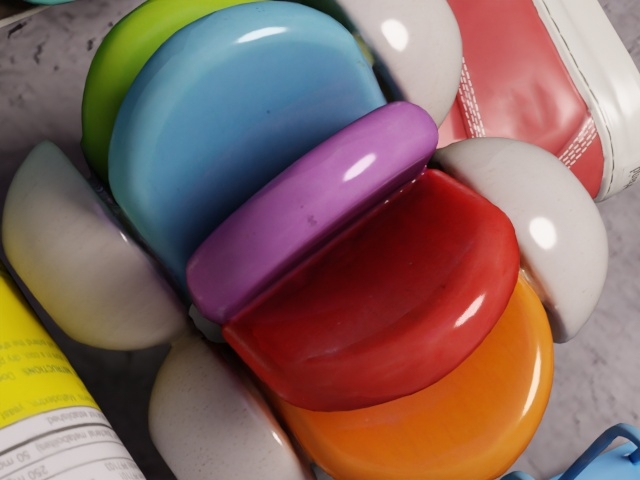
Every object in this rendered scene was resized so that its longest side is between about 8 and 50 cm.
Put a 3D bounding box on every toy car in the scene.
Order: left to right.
[{"bbox_3d":[0.000,0.000,0.512,0.159,0.136,0.182,-37,96,-6],"label":"toy car"}]

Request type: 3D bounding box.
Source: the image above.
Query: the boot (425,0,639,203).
[{"bbox_3d":[-0.003,-0.099,0.645,0.176,0.088,0.244,-21,73,-18],"label":"boot"}]

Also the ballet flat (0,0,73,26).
[{"bbox_3d":[-0.139,-0.116,0.522,0.400,0.139,0.139,-38,76,-10],"label":"ballet flat"}]

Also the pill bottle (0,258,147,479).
[{"bbox_3d":[-0.107,0.095,0.509,0.117,0.117,0.215,-29,73,-22],"label":"pill bottle"}]

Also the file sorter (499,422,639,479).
[{"bbox_3d":[0.077,0.132,0.534,0.170,0.104,0.118,-21,71,-20],"label":"file sorter"}]
